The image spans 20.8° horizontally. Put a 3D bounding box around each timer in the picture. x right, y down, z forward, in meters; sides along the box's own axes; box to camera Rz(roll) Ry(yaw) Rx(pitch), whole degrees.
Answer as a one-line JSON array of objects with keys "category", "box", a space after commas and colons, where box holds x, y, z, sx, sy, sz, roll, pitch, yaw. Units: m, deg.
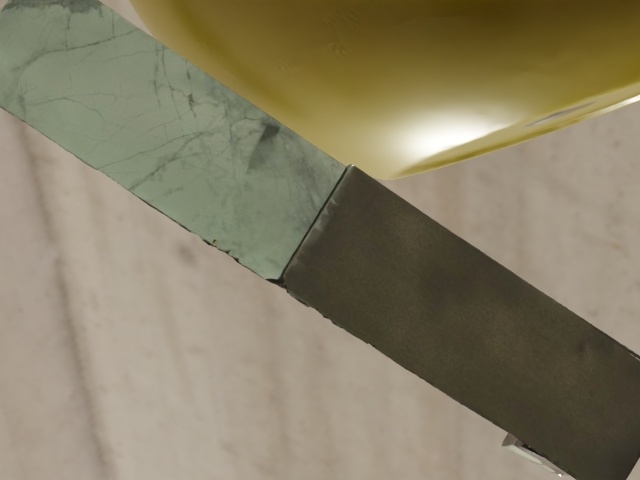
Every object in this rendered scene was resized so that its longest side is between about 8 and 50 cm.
[{"category": "timer", "box": [0.044, -0.232, 0.780, 0.376, 0.376, 0.387, -11, -96, -56]}]

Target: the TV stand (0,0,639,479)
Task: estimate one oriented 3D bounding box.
[{"category": "TV stand", "box": [0.000, 0.000, 0.582, 0.049, 0.256, 0.040, -58, 9, -9]}]
